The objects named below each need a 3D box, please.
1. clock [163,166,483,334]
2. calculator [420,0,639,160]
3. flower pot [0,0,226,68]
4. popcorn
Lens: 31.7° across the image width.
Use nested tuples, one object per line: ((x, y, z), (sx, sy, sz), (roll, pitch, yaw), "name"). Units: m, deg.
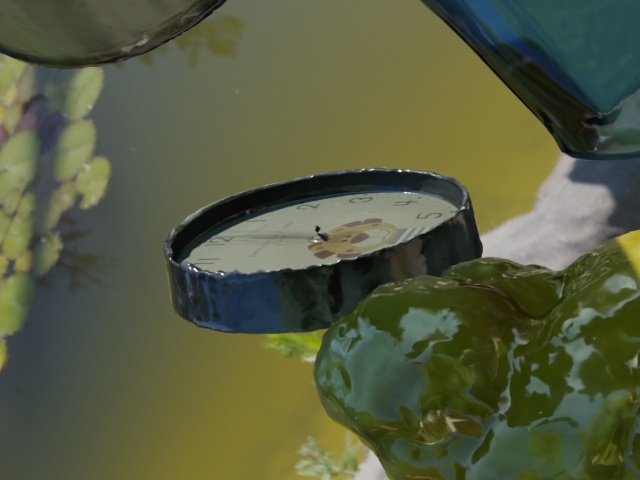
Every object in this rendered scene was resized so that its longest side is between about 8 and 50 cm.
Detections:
((0.001, 0.001, 1.091), (0.312, 0.312, 0.061), (9, 116, 45), "clock")
((0.088, -0.168, 0.456), (0.173, 0.051, 0.293), (-41, 89, -5), "calculator")
((-0.196, -0.300, 0.632), (0.293, 0.330, 0.294), (-8, 68, 21), "flower pot")
((0.171, 0.158, 0.601), (0.293, 0.292, 0.334), (148, 111, -67), "popcorn")
